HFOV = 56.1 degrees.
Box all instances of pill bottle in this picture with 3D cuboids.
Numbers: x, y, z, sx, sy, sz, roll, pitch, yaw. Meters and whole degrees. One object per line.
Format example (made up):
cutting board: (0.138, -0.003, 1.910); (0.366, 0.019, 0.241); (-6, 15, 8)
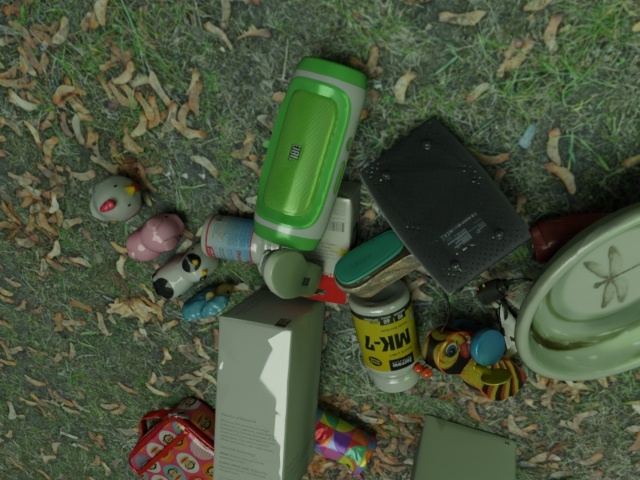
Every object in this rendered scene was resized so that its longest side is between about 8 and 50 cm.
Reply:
pill bottle: (0.132, 0.188, 1.182); (0.119, 0.119, 0.208); (-4, 118, 21)
pill bottle: (-0.147, 0.000, 1.184); (0.160, 0.087, 0.087); (8, 121, 15)

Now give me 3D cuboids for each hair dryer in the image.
hair dryer: (0.434, 0.042, 1.040); (0.224, 0.080, 0.293); (24, 129, -22)

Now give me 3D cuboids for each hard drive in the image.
hard drive: (0.197, -0.056, 0.973); (0.172, 0.054, 0.254); (-38, 72, 8)

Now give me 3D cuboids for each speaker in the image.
speaker: (-0.019, -0.140, 0.985); (0.131, 0.131, 0.296); (18, 100, 8)

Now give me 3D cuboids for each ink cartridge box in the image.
ink cartridge box: (0.000, 0.000, 1.141); (0.134, 0.078, 0.231); (9, 121, 14)

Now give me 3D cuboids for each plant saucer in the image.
plant saucer: (0.478, 0.062, 0.940); (0.401, 0.100, 0.400); (-9, 133, -9)

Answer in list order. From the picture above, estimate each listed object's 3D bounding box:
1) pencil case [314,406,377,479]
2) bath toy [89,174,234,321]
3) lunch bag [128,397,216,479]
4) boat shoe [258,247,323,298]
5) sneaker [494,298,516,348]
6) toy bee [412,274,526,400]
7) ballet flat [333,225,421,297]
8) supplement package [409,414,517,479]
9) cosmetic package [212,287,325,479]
pencil case: (0.017, 0.450, 1.381); (0.236, 0.104, 0.104); (29, 124, 5)
bath toy: (-0.327, 0.010, 1.228); (0.151, 0.129, 0.348); (-40, 105, -3)
lunch bag: (-0.359, 0.539, 1.559); (0.258, 0.120, 0.293); (42, 122, -4)
boat shoe: (-0.065, 0.053, 1.031); (0.081, 0.227, 0.079); (21, 87, 19)
sneaker: (0.360, 0.154, 1.140); (0.044, 0.040, 0.109); (-18, 117, 9)
toy bee: (0.252, 0.213, 1.132); (0.298, 0.162, 0.195); (45, 167, -1)
ballet flat: (0.170, 0.004, 1.067); (0.316, 0.107, 0.106); (-29, 141, 12)
supplement package: (0.285, 0.530, 1.244); (0.204, 0.262, 0.145); (15, 122, 10)
cosmetic package: (-0.101, 0.310, 1.215); (0.156, 0.217, 0.384); (6, 101, 16)
